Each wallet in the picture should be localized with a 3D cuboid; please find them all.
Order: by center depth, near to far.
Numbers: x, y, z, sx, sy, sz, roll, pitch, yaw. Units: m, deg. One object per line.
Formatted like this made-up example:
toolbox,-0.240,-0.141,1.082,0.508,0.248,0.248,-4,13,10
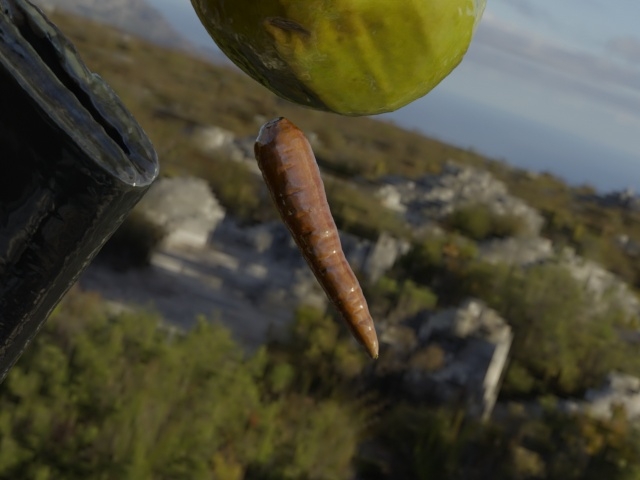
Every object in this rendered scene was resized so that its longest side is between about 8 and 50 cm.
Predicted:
wallet,-0.274,-0.038,1.254,0.228,0.406,0.062,47,54,1

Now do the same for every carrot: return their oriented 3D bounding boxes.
carrot,0.000,0.000,1.325,0.048,0.216,0.048,-23,0,0

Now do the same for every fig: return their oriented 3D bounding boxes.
fig,0.027,-0.287,1.664,0.343,0.343,0.343,18,8,-3
